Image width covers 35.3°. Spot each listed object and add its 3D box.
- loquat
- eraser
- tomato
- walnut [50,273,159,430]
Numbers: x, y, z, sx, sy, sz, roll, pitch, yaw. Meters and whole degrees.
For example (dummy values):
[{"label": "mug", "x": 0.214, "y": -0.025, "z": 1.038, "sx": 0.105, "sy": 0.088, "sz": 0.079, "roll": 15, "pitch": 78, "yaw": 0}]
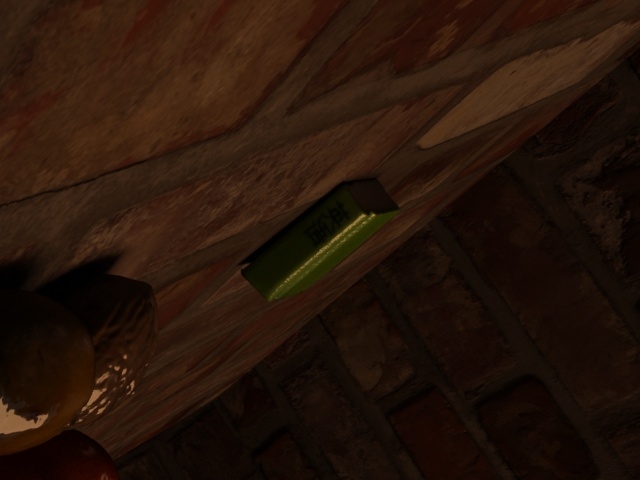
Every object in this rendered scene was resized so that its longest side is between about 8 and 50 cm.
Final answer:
[{"label": "loquat", "x": -0.339, "y": 0.140, "z": 1.054, "sx": 0.179, "sy": 0.179, "sz": 0.227, "roll": -38, "pitch": 160, "yaw": 24}, {"label": "eraser", "x": 0.000, "y": 0.000, "z": 1.885, "sx": 0.274, "sy": 0.092, "sz": 0.210, "roll": -39, "pitch": 170, "yaw": 20}, {"label": "tomato", "x": -0.545, "y": 0.520, "z": 1.917, "sx": 0.293, "sy": 0.289, "sz": 0.325, "roll": -16, "pitch": 115, "yaw": -76}, {"label": "walnut", "x": -0.296, "y": 0.136, "z": 1.259, "sx": 0.230, "sy": 0.178, "sz": 0.178, "roll": -44, "pitch": 175, "yaw": -15}]
